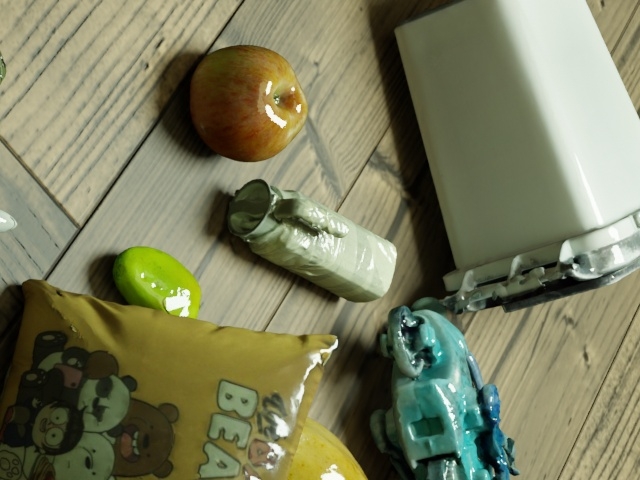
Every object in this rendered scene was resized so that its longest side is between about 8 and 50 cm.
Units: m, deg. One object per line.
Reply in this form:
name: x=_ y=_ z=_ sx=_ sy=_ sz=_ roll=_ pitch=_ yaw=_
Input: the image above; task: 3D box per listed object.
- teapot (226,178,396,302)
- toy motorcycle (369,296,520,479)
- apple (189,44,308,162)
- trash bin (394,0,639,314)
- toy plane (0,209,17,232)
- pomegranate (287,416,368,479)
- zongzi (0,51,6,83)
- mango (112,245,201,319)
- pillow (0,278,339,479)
teapot: x=0.000 y=0.000 z=2.073 sx=0.200 sy=0.107 sz=0.077 roll=28 pitch=68 yaw=-40
toy motorcycle: x=0.139 y=0.191 z=2.174 sx=0.206 sy=0.154 sz=0.260 roll=-21 pitch=96 yaw=-69
apple: x=-0.077 y=-0.146 z=2.018 sx=0.126 sy=0.102 sz=0.126 roll=10 pitch=77 yaw=-46
trash bin: x=0.237 y=-0.115 z=2.237 sx=0.296 sy=0.256 sz=0.367 roll=-23 pitch=95 yaw=-52
toy plane: x=-0.369 y=-0.031 z=1.724 sx=0.226 sy=0.058 sz=0.226 roll=10 pitch=94 yaw=-53
pomegranate: x=-0.046 y=0.284 z=1.910 sx=0.233 sy=0.233 sz=0.233 roll=9 pitch=78 yaw=-45
zongzi: x=-0.329 y=-0.207 z=1.809 sx=0.109 sy=0.055 sz=0.119 roll=45 pitch=44 yaw=-35
mango: x=-0.166 y=0.047 z=1.931 sx=0.108 sy=0.056 sz=0.073 roll=39 pitch=53 yaw=-32
pillow: x=-0.169 y=0.198 z=1.774 sx=0.119 sy=0.312 sz=0.310 roll=93 pitch=11 yaw=-66
